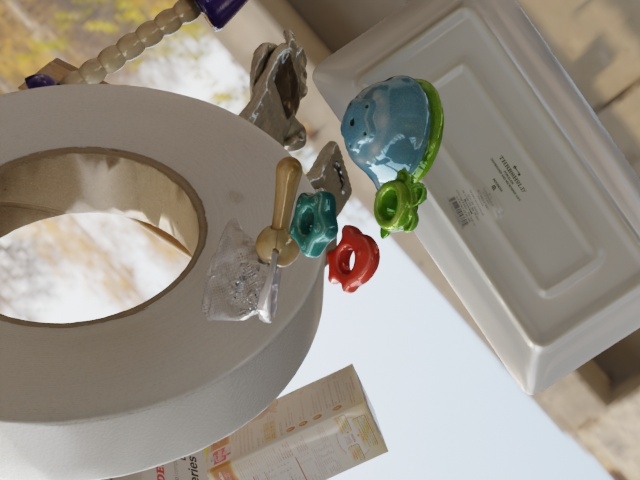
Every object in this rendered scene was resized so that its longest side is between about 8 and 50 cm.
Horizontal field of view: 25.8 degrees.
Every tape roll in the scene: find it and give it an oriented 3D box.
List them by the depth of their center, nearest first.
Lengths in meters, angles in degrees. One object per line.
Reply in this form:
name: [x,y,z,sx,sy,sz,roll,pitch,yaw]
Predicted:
tape roll: [-0.187,0.016,1.083,0.392,0.392,0.072,-56,157,-44]

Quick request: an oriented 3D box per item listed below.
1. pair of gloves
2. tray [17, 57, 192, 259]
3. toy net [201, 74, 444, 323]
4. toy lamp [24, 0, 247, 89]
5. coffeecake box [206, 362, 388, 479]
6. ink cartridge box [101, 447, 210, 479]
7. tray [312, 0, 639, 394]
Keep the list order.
pair of gloves: [-0.033,-0.080,1.431,0.042,0.240,0.204,-5,-141,20]
tray: [-0.209,-0.088,1.684,0.076,0.203,0.411,-42,-146,-15]
toy net: [0.000,0.000,0.875,0.232,0.045,0.122,-46,-132,41]
toy lamp: [-0.198,-0.227,1.572,0.274,0.080,0.080,-33,-166,-1]
coffeecake box: [-0.029,0.221,1.543,0.185,0.068,0.142,-25,-168,1]
ink cartridge box: [-0.153,0.396,1.932,0.117,0.278,0.201,-53,-149,30]
tray: [0.123,-0.043,0.931,0.145,0.270,0.030,-35,178,9]
